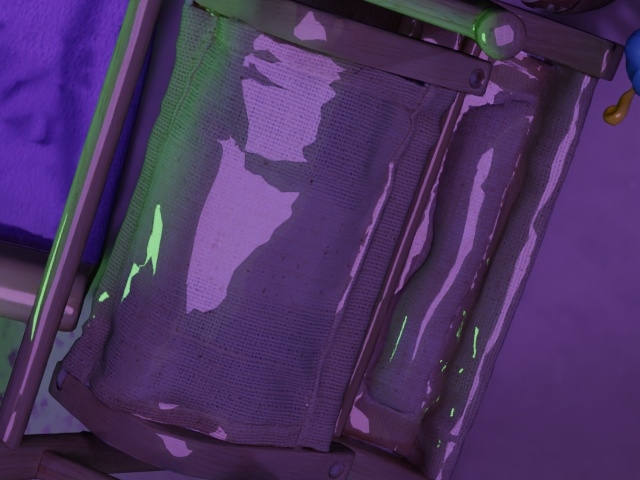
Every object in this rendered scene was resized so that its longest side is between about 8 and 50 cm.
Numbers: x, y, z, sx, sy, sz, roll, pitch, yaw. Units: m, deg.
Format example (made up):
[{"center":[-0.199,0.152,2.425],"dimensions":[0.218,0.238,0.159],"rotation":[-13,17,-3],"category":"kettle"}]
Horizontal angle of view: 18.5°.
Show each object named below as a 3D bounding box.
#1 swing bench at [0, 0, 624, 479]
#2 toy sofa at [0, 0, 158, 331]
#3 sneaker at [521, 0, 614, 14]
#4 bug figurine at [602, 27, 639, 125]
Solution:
[{"center":[0.000,0.000,0.876],"dimensions":[0.165,0.255,0.253],"rotation":[22,99,15],"category":"swing bench"},{"center":[-0.137,-0.150,0.866],"dimensions":[0.150,0.177,0.362],"rotation":[13,99,-4],"category":"toy sofa"},{"center":[0.108,-0.197,0.907],"dimensions":[0.071,0.066,0.188],"rotation":[-26,106,-37],"category":"sneaker"},{"center":[0.258,-0.083,0.898],"dimensions":[0.279,0.072,0.216],"rotation":[38,89,-31],"category":"bug figurine"}]
